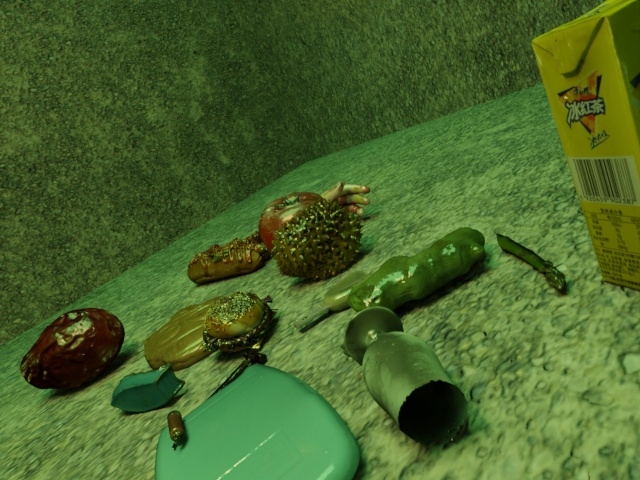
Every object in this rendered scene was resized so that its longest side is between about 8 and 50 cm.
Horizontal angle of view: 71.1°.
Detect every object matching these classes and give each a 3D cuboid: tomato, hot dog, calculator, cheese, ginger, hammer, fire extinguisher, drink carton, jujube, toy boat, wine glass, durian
[{"bbox_3d":[-0.067,-0.036,1.311,0.231,0.189,0.232,-13,24,6],"label":"tomato"},{"bbox_3d":[-0.326,0.059,1.553,0.348,0.117,0.158,-14,21,36],"label":"hot dog"},{"bbox_3d":[-0.105,0.287,0.613,0.256,0.055,0.386,-33,18,-22],"label":"calculator"},{"bbox_3d":[0.027,0.127,0.935,0.192,0.037,0.097,-32,15,-17],"label":"cheese"},{"bbox_3d":[0.182,0.056,0.836,0.289,0.089,0.137,-30,-3,1],"label":"ginger"},{"bbox_3d":[-0.173,0.267,0.834,0.065,0.021,0.178,-9,24,44],"label":"hammer"},{"bbox_3d":[-0.214,0.280,0.662,0.083,0.022,0.028,7,75,67],"label":"fire extinguisher"},{"bbox_3d":[0.402,-0.119,0.554,0.154,0.351,0.111,-30,16,-12],"label":"drink carton"},{"bbox_3d":[-0.670,0.296,1.219,0.290,0.197,0.197,-32,14,13],"label":"jujube"},{"bbox_3d":[-0.362,0.300,0.924,0.185,0.075,0.077,-23,18,25],"label":"toy boat"},{"bbox_3d":[0.099,0.167,0.586,0.103,0.103,0.222,-28,14,-5],"label":"wine glass"},{"bbox_3d":[-0.007,-0.009,1.124,0.249,0.138,0.183,-41,48,-12],"label":"durian"}]

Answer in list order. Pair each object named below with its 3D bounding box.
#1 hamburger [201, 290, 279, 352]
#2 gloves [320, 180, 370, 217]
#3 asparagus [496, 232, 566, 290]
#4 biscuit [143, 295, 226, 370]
[{"bbox_3d":[-0.183,0.171,0.985,0.163,0.093,0.190,-11,21,7],"label":"hamburger"},{"bbox_3d":[0.054,-0.112,1.451,0.241,0.145,0.126,-31,16,13],"label":"gloves"},{"bbox_3d":[0.351,0.032,0.748,0.034,0.027,0.236,-5,18,-1],"label":"asparagus"},{"bbox_3d":[-0.338,0.226,1.176,0.269,0.051,0.376,-30,16,-18],"label":"biscuit"}]
